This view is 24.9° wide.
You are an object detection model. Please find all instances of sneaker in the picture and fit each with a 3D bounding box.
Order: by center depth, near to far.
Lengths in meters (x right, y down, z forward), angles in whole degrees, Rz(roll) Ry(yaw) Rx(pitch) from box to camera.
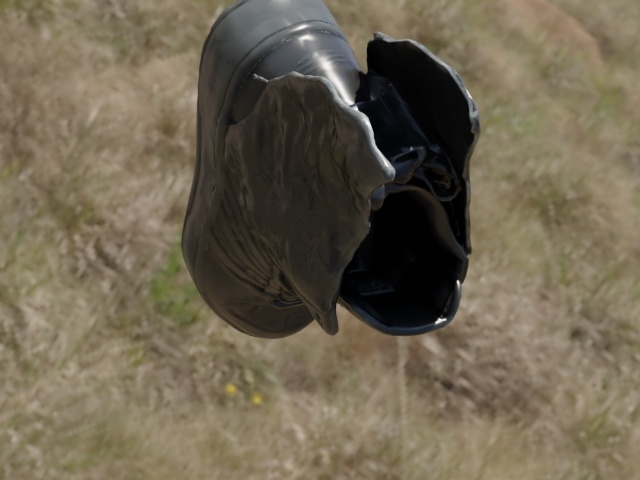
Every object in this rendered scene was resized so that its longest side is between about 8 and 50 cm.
[{"bbox_3d":[0.002,-0.001,0.388,0.051,0.170,0.089,-23,57,-19],"label":"sneaker"}]
